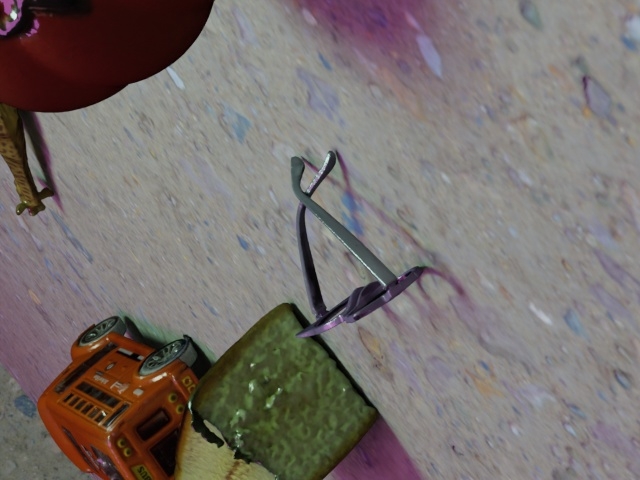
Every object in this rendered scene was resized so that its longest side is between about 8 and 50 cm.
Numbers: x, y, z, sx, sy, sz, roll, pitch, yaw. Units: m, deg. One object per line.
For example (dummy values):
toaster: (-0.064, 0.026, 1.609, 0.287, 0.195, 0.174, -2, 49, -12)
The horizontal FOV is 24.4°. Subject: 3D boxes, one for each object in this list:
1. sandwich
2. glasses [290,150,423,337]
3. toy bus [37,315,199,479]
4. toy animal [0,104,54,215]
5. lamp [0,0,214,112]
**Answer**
sandwich: (-0.048, 0.161, 1.219, 0.122, 0.128, 0.236, 45, 158, 6)
glasses: (0.000, 0.000, 0.910, 0.104, 0.062, 0.140, 56, 161, -4)
toy bus: (-0.205, 0.189, 1.608, 0.143, 0.153, 0.329, 58, 161, -19)
toy animal: (-0.335, -0.123, 1.522, 0.149, 0.054, 0.275, 33, 154, 52)
lamp: (-0.138, -0.176, 0.716, 0.227, 0.227, 0.227, 46, 160, 22)
